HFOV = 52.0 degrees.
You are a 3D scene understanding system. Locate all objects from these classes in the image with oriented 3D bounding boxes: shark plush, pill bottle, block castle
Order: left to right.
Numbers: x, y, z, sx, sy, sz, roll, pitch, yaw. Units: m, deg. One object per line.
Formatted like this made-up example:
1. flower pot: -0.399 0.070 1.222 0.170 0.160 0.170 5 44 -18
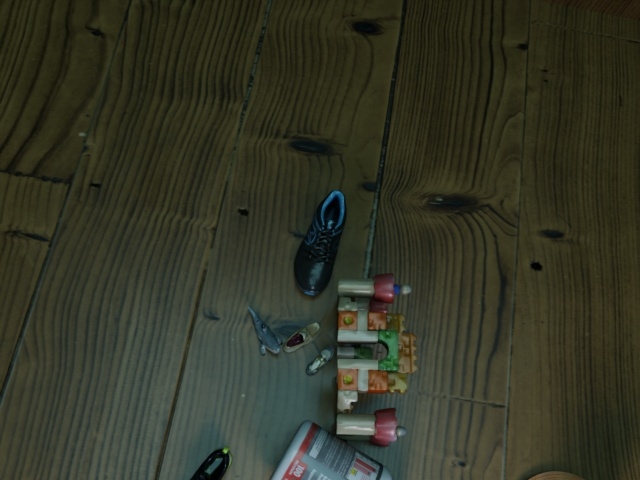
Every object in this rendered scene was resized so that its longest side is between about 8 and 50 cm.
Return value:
1. shark plush: -0.162 0.264 1.958 0.073 0.067 0.161 -18 73 -12
2. pill bottle: 0.061 0.661 1.759 0.363 0.210 0.210 30 70 5
3. block castle: 0.150 0.335 1.844 0.213 0.303 0.452 1 69 1

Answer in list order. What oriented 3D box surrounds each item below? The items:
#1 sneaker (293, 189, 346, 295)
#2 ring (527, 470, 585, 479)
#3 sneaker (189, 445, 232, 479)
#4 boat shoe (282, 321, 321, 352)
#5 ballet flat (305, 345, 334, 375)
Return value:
1. sneaker: 0.000 0.000 2.035 0.125 0.139 0.340 14 70 -3
2. ring: 0.681 0.832 1.859 0.337 0.032 0.336 2 69 -6
3. sneaker: -0.322 0.661 1.778 0.084 0.097 0.234 28 69 5
4. boat shoe: -0.052 0.289 1.972 0.135 0.045 0.050 -36 78 -17
5. ballet flat: 0.003 0.357 1.957 0.041 0.041 0.114 43 71 10
